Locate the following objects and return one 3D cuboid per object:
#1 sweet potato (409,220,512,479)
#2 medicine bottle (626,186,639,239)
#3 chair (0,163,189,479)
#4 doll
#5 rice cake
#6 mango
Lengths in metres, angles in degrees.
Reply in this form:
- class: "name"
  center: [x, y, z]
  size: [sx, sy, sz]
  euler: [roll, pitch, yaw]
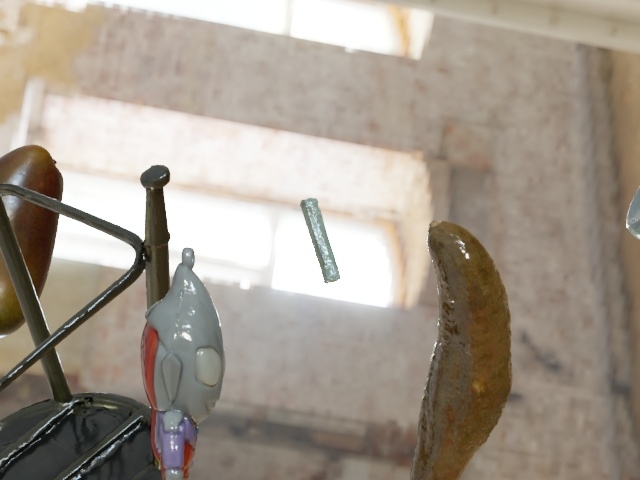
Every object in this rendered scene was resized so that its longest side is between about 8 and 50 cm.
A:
- class: "sweet potato"
  center: [0.163, 0.143, 1.882]
  size: [0.092, 0.114, 0.341]
  euler: [-131, -138, -66]
- class: "medicine bottle"
  center: [0.430, 0.005, 1.740]
  size: [0.090, 0.217, 0.090]
  euler: [-58, -171, 14]
- class: "chair"
  center: [-0.341, 0.144, 1.772]
  size: [0.365, 0.362, 0.410]
  euler: [-41, 131, -30]
- class: "doll"
  center: [-0.123, 0.119, 1.468]
  size: [0.102, 0.075, 0.227]
  euler: [43, 51, -86]
- class: "rice cake"
  center: [0.000, 0.000, 2.188]
  size: [0.021, 0.022, 0.121]
  euler: [-47, -125, 55]
- class: "mango"
  center: [-0.413, 0.000, 2.191]
  size: [0.111, 0.133, 0.267]
  euler: [-9, -114, 48]
